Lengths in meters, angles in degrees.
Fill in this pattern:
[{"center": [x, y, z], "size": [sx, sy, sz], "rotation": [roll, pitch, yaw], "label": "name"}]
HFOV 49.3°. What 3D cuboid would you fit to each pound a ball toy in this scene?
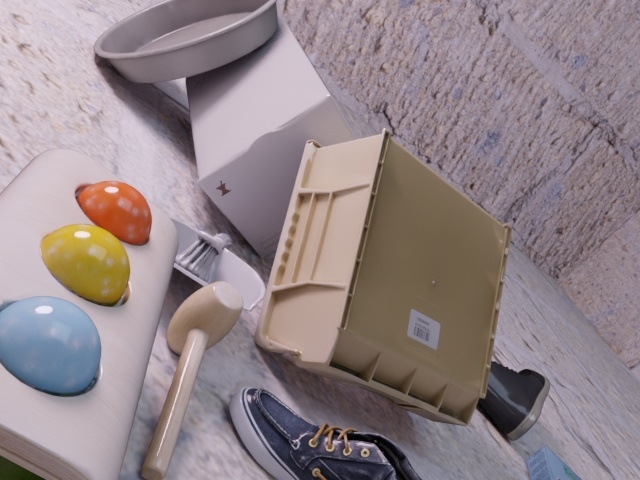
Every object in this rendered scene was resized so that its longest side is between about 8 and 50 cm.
[{"center": [-0.134, 0.058, 0.441], "size": [0.208, 0.136, 0.319], "rotation": [38, 18, -19], "label": "pound a ball toy"}]

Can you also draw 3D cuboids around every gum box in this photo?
[{"center": [0.360, 0.388, 0.953], "size": [0.157, 0.041, 0.184], "rotation": [44, 17, -1], "label": "gum box"}]

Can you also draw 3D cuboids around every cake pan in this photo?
[{"center": [-0.193, -0.317, 1.054], "size": [0.293, 0.293, 0.054], "rotation": [-111, -177, -56], "label": "cake pan"}]

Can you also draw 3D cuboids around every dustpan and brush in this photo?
[{"center": [-0.116, 0.012, 0.720], "size": [0.147, 0.060, 0.211], "rotation": [33, -7, -2], "label": "dustpan and brush"}]

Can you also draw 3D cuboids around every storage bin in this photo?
[{"center": [0.084, 0.051, 0.798], "size": [0.262, 0.123, 0.260], "rotation": [31, 65, -39], "label": "storage bin"}]

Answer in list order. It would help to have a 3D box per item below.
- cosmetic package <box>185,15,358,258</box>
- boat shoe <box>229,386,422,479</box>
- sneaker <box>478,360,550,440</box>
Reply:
[{"center": [-0.071, -0.166, 0.999], "size": [0.155, 0.197, 0.365], "rotation": [54, 9, -35], "label": "cosmetic package"}, {"center": [0.010, 0.176, 0.579], "size": [0.183, 0.083, 0.065], "rotation": [46, 16, 9], "label": "boat shoe"}, {"center": [0.303, 0.229, 1.140], "size": [0.118, 0.083, 0.222], "rotation": [46, 17, 9], "label": "sneaker"}]
